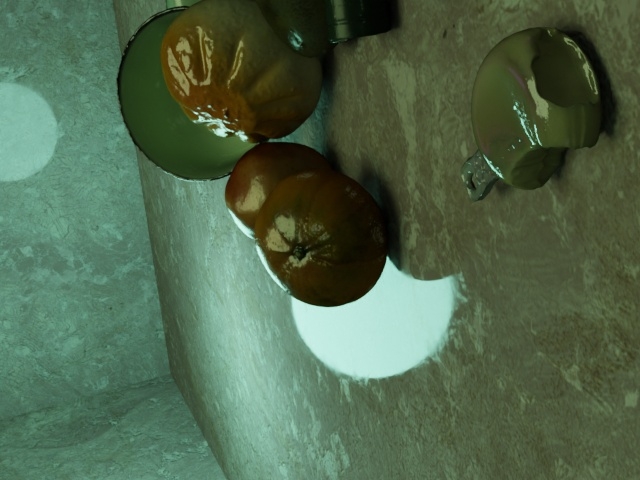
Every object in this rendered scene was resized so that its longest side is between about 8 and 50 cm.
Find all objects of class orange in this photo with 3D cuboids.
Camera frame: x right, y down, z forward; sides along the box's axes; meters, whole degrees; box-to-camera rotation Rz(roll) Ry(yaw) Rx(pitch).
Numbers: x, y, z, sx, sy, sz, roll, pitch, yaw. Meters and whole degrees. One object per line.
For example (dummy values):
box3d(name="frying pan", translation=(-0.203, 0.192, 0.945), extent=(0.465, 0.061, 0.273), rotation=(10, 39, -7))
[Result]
box3d(name="orange", translation=(0.000, 0.000, 1.556), extent=(0.171, 0.240, 0.240), rotation=(-46, -46, -61))

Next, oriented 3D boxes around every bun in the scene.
box3d(name="bun", translation=(-0.147, -0.279, 1.648), extent=(0.299, 0.299, 0.164), rotation=(105, -176, -54))

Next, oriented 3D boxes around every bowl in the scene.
box3d(name="bowl", translation=(-0.224, -0.308, 1.925), extent=(0.185, 0.354, 0.353), rotation=(-33, -64, -64))

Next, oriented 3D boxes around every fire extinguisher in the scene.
box3d(name="fire extinguisher", translation=(0.039, -0.451, 1.346), extent=(0.096, 0.114, 0.311), rotation=(-3, 106, 25))

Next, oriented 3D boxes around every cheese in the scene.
box3d(name="cheese", translation=(0.224, -0.122, 1.071), extent=(0.286, 0.082, 0.163), rotation=(112, 141, -63))

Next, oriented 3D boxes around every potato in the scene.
box3d(name="potato", translation=(-0.028, -0.405, 1.476), extent=(0.177, 0.160, 0.235), rotation=(-96, -5, -56))

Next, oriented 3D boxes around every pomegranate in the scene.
box3d(name="pomegranate", translation=(-0.073, -0.091, 1.728), extent=(0.209, 0.209, 0.209), rotation=(167, 90, -71))

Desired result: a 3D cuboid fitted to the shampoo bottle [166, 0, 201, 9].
box3d(name="shampoo bottle", translation=(-0.274, -0.447, 2.111), extent=(0.349, 0.151, 0.221), rotation=(96, 169, -45))
